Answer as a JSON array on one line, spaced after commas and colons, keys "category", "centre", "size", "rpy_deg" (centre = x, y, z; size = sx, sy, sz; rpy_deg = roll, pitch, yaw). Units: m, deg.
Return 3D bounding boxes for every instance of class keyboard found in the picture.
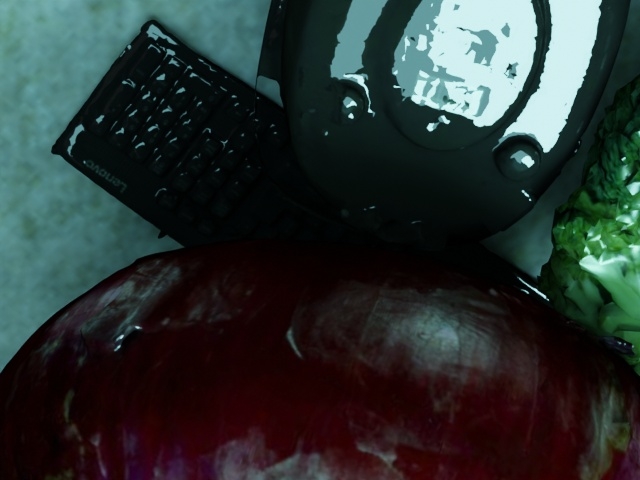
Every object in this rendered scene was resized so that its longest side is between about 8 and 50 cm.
[{"category": "keyboard", "centre": [0.000, 0.000, 0.860], "size": [0.250, 0.017, 0.087], "rpy_deg": [34, 112, -16]}]

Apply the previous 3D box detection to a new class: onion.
[{"category": "onion", "centre": [0.016, 0.111, 0.749], "size": [0.314, 0.232, 0.314], "rpy_deg": [15, 146, 10]}]

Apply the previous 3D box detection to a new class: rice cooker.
[{"category": "rice cooker", "centre": [0.052, -0.087, 0.757], "size": [0.142, 0.118, 0.203], "rpy_deg": [14, 114, -6]}]

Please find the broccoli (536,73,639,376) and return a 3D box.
[{"category": "broccoli", "centre": [0.226, 0.003, 0.725], "size": [0.265, 0.245, 0.294], "rpy_deg": [-8, 124, -16]}]
